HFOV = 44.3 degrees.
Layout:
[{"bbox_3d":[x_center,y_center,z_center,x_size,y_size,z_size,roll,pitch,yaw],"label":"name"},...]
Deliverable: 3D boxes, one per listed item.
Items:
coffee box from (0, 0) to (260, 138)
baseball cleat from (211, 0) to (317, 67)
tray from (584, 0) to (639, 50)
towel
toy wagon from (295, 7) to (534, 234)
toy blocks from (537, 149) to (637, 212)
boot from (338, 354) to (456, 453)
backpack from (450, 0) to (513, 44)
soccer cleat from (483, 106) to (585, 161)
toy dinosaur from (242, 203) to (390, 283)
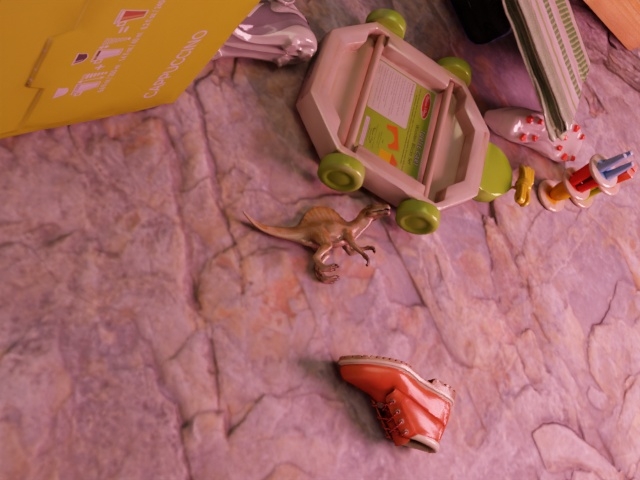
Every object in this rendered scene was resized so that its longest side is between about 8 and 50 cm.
[{"bbox_3d":[-0.267,-0.304,0.676,0.338,0.338,0.334,-20,83,-38],"label":"coffee box"},{"bbox_3d":[-0.103,-0.265,0.943,0.206,0.072,0.109,7,54,-35],"label":"baseball cleat"},{"bbox_3d":[0.443,-0.478,1.277,0.411,0.076,0.202,15,61,-51],"label":"tray"},{"bbox_3d":[0.327,-0.309,1.140,0.247,0.038,0.325,64,33,-19],"label":"towel"},{"bbox_3d":[0.133,-0.136,1.032,0.344,0.068,0.267,29,59,-21],"label":"toy wagon"},{"bbox_3d":[0.409,-0.093,1.138,0.123,0.148,0.054,-8,76,-34],"label":"toy blocks"},{"bbox_3d":[0.082,0.182,0.881,0.158,0.059,0.084,28,64,-21],"label":"boot"},{"bbox_3d":[0.258,-0.359,1.176,0.084,0.105,0.114,-27,98,-40],"label":"backpack"},{"bbox_3d":[0.322,-0.164,1.166,0.196,0.076,0.068,9,107,-43],"label":"soccer cleat"},{"bbox_3d":[0.000,0.000,0.914,0.183,0.053,0.092,-7,64,-24],"label":"toy dinosaur"}]
